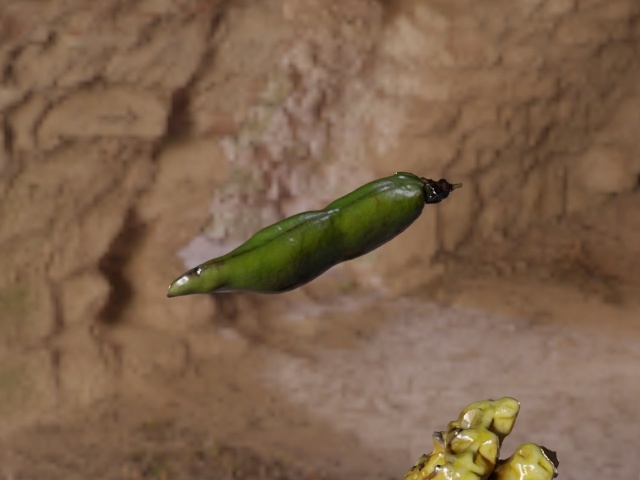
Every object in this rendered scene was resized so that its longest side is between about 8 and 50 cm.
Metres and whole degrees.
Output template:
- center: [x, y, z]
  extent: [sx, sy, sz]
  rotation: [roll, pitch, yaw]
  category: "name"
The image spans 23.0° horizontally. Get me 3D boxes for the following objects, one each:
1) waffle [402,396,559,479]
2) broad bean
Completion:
- center: [0.154, 0.329, 1.838]
  extent: [0.151, 0.261, 0.324]
  rotation: [33, -18, 6]
  category: "waffle"
- center: [0.000, 0.000, 1.553]
  extent: [0.339, 0.077, 0.061]
  rotation: [-25, 62, -29]
  category: "broad bean"
